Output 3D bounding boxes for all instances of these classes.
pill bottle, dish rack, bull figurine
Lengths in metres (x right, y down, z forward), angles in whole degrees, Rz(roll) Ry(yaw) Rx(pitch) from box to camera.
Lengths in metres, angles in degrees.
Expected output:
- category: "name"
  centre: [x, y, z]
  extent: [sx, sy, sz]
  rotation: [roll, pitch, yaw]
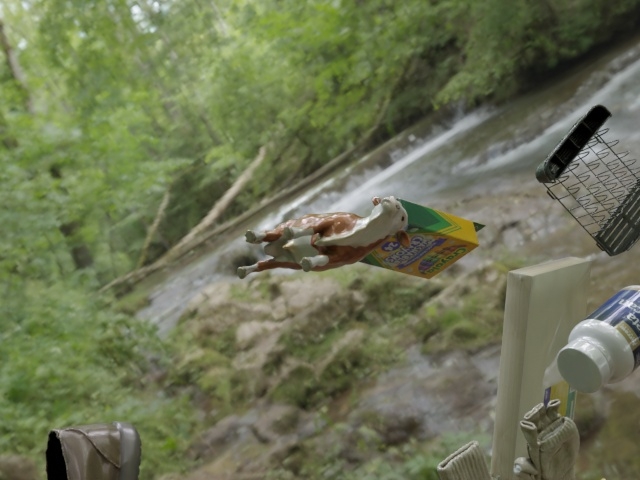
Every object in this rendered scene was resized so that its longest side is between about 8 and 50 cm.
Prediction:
- category: "pill bottle"
  centre: [0.402, 0.138, 1.106]
  extent: [0.169, 0.094, 0.094]
  rotation: [-29, 1, -32]
- category: "dish rack"
  centre: [0.573, -0.112, 1.629]
  extent: [0.208, 0.271, 0.074]
  rotation: [-46, 8, -19]
- category: "bull figurine"
  centre: [0.000, 0.000, 1.328]
  extent: [0.188, 0.101, 0.310]
  rotation: [-11, -3, -40]

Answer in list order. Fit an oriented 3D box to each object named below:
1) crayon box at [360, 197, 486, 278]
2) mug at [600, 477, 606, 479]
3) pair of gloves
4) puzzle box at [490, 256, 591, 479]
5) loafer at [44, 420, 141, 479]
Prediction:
- category: "crayon box"
  centre: [0.268, 0.006, 2.132]
  extent: [0.323, 0.083, 0.203]
  rotation: [14, -38, -35]
- category: "mug"
  centre: [0.607, 0.527, 1.648]
  extent: [0.064, 0.078, 0.062]
  rotation: [56, -131, -58]
- category: "pair of gloves"
  centre: [0.286, 0.354, 1.157]
  extent: [0.240, 0.204, 0.042]
  rotation: [-22, 21, -23]
- category: "puzzle box"
  centre: [0.437, 0.246, 1.592]
  extent: [0.052, 0.408, 0.272]
  rotation: [11, 12, 39]
- category: "loafer"
  centre: [-0.312, 0.391, 0.984]
  extent: [0.134, 0.130, 0.365]
  rotation: [-44, 37, 38]
